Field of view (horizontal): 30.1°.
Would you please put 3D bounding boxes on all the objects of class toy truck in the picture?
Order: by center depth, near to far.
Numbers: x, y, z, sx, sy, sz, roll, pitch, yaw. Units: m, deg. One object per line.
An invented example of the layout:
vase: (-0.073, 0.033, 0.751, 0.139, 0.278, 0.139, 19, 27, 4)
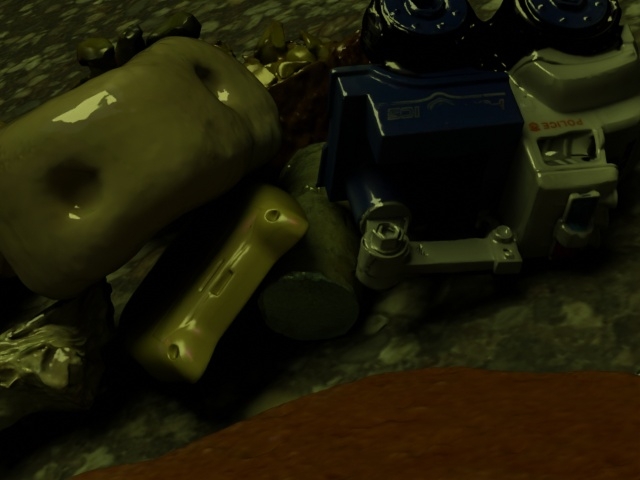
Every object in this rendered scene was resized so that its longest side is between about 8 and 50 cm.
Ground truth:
toy truck: (0.109, -0.063, 0.763, 0.213, 0.161, 0.177, -6, 53, -10)

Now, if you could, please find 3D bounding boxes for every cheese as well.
cheese: (-0.132, -0.056, 0.802, 0.218, 0.117, 0.235, -37, 13, -29)

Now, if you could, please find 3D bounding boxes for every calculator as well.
calculator: (-0.086, 0.021, 0.819, 0.157, 0.033, 0.236, -55, 16, -7)

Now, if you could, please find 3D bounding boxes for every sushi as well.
sushi: (-0.073, -0.109, 0.959, 0.296, 0.179, 0.167, -5, 21, 32)

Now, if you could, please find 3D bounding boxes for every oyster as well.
oyster: (-0.201, 0.098, 0.829, 0.191, 0.081, 0.163, -38, 3, -26)

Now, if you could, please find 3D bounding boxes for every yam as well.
yam: (0.000, 0.000, 0.826, 0.078, 0.078, 0.179, -17, 30, 15)

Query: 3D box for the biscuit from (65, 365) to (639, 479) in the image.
biscuit: (0.056, 0.136, 0.451, 0.456, 0.078, 0.350, -4, 11, 34)

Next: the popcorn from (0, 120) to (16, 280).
popcorn: (-0.340, -0.025, 1.024, 0.250, 0.190, 0.250, -14, 34, 10)
